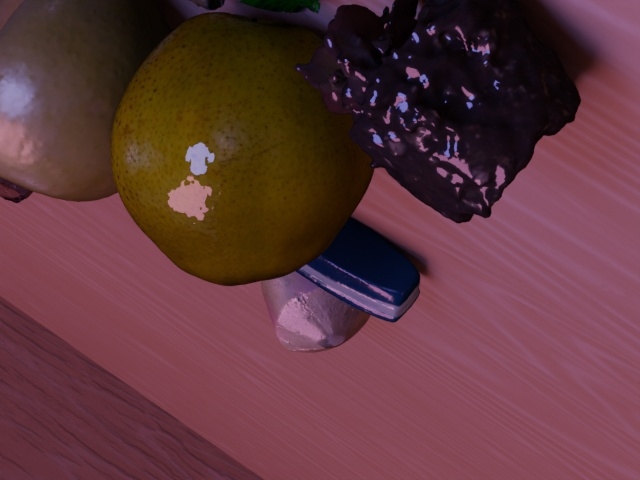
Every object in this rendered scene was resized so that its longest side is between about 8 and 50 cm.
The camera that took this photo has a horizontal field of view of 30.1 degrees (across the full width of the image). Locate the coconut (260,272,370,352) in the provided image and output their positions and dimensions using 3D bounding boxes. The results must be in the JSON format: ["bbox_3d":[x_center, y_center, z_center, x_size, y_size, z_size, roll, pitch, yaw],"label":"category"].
[{"bbox_3d":[-0.005,0.089,1.692,0.147,0.147,0.153,60,-177,-44],"label":"coconut"}]

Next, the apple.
[{"bbox_3d":[-0.286,-0.186,1.410,0.233,0.258,0.295,24,-172,-20],"label":"apple"}]

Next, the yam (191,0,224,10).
[{"bbox_3d":[-0.161,-0.298,1.295,0.132,0.054,0.054,28,156,19],"label":"yam"}]

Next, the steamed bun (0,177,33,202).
[{"bbox_3d":[-0.539,-0.193,1.882,0.251,0.199,0.301,29,173,-31],"label":"steamed bun"}]

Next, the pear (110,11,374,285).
[{"bbox_3d":[-0.081,-0.103,1.281,0.294,0.294,0.294,30,157,14],"label":"pear"}]

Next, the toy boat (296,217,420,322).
[{"bbox_3d":[0.000,0.000,1.604,0.299,0.096,0.062,32,147,16],"label":"toy boat"}]

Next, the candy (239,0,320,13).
[{"bbox_3d":[-0.080,-0.293,1.162,0.203,0.078,0.141,47,155,-12],"label":"candy"}]

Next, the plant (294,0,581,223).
[{"bbox_3d":[0.107,-0.141,1.067,0.234,0.178,0.204,46,169,3],"label":"plant"}]
